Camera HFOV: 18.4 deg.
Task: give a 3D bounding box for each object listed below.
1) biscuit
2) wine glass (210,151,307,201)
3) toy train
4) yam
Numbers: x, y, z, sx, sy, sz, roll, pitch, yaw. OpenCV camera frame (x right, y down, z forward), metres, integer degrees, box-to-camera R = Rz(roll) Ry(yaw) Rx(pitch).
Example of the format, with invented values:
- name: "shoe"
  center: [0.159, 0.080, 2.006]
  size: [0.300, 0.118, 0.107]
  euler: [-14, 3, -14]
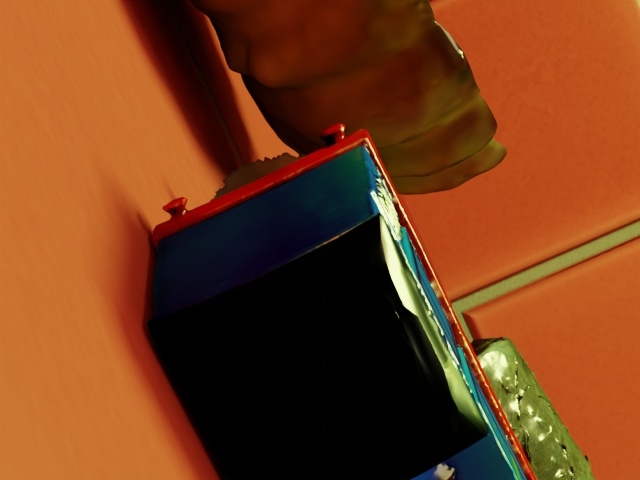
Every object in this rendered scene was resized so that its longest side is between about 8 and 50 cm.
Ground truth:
- name: "biscuit"
  center: [-0.027, -0.156, 0.966]
  size: [0.325, 0.107, 0.326]
  euler: [57, 1, -2]
- name: "wine glass"
  center: [0.000, 0.000, 0.859]
  size: [0.262, 0.074, 0.074]
  euler: [-7, 73, -86]
- name: "toy train"
  center: [0.021, 0.071, 0.646]
  size: [0.204, 0.083, 0.131]
  euler: [63, 6, -18]
- name: "yam"
  center: [0.101, 0.134, 1.103]
  size: [0.107, 0.107, 0.183]
  euler: [-100, 164, -69]
